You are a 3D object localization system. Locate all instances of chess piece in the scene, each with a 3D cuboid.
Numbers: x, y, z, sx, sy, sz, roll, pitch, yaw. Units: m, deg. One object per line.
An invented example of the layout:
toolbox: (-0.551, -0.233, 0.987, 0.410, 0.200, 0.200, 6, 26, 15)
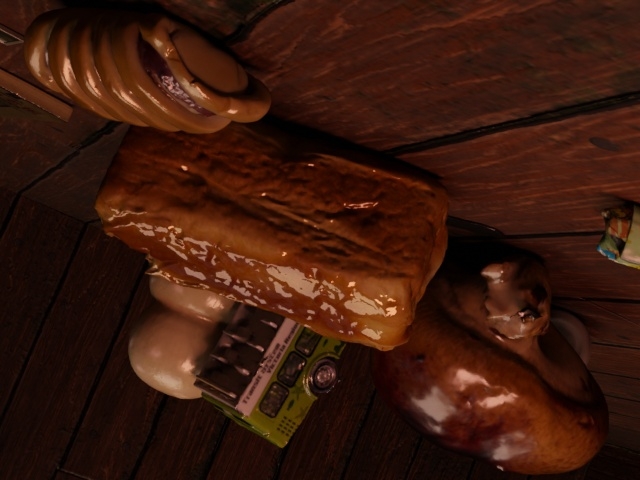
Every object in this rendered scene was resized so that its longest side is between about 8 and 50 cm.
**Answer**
chess piece: (-0.128, 0.036, 1.333, 0.167, 0.299, 0.167, 21, 170, 4)

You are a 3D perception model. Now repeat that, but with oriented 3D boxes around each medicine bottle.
medicine bottle: (0.331, 0.159, 1.630, 0.105, 0.105, 0.168, 20, 172, 14)

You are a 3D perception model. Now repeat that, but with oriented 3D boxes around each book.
book: (-0.450, -0.206, 1.549, 0.161, 0.026, 0.231, 28, 170, -36)

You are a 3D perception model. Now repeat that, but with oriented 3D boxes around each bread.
bread: (-0.045, -0.022, 1.130, 0.344, 0.195, 0.149, 22, 152, 2)
bread: (-0.157, -0.145, 0.994, 0.225, 0.081, 0.134, 15, 169, 42)

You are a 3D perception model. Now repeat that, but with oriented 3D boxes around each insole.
insole: (0.138, -0.025, 1.289, 0.153, 0.002, 0.053, 16, 170, 36)

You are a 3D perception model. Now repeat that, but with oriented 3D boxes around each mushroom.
mushroom: (0.223, 0.131, 1.391, 0.345, 0.259, 0.345, 34, -159, -15)

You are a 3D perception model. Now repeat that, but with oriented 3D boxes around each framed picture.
framed picture: (-0.364, -0.232, 1.221, 0.089, 0.006, 0.066, 27, 170, -33)

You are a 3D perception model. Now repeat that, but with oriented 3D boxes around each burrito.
burrito: (0.359, 0.044, 0.974, 0.288, 0.054, 0.104, 22, 172, -1)

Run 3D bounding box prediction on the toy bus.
toy bus: (-0.022, 0.066, 1.267, 0.139, 0.301, 0.113, 38, 167, -36)
